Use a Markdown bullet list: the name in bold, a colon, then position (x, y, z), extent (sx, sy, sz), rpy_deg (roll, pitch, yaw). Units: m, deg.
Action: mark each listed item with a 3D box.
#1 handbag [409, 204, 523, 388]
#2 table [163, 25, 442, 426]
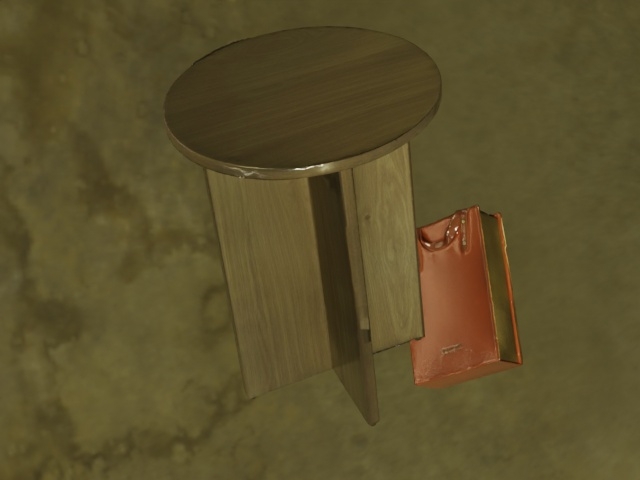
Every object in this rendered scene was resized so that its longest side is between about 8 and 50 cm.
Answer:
- **handbag**: position (0.158, 0.065, 1.454), extent (0.127, 0.063, 0.190), rpy_deg (-22, 63, 41)
- **table**: position (0.000, 0.000, 0.813), extent (0.167, 0.167, 0.226), rpy_deg (12, 131, 24)
